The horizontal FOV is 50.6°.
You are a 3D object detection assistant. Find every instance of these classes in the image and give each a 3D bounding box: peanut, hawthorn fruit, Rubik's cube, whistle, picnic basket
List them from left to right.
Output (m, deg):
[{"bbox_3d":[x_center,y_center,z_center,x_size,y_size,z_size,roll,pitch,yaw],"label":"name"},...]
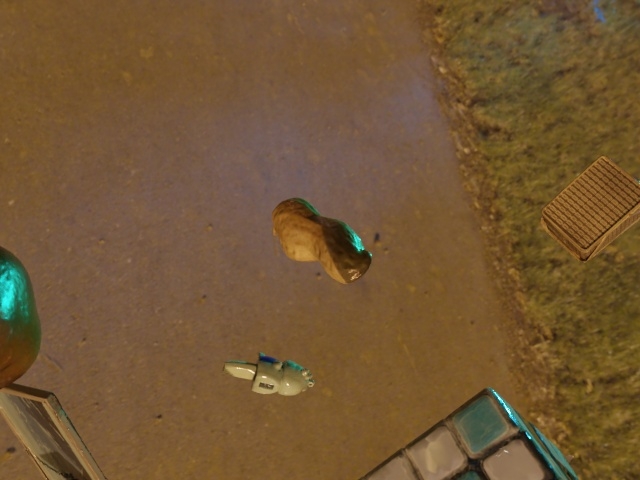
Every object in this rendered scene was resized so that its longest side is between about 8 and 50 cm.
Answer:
[{"bbox_3d":[-0.600,0.111,1.092,0.267,0.268,0.301,13,49,-38],"label":"hawthorn fruit"},{"bbox_3d":[-0.133,0.349,1.768,0.244,0.110,0.092,13,40,-7],"label":"whistle"},{"bbox_3d":[0.000,0.000,1.329,0.263,0.117,0.101,28,12,36],"label":"peanut"},{"bbox_3d":[0.201,0.371,0.774,0.256,0.259,0.253,45,13,-43],"label":"Rubik's cube"},{"bbox_3d":[0.479,-0.053,1.182,0.115,0.164,0.079,50,6,26],"label":"picnic basket"}]

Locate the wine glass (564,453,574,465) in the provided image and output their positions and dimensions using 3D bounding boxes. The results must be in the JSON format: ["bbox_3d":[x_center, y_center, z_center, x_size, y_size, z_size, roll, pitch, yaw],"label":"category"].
[{"bbox_3d":[0.438,0.437,1.065,0.066,0.066,0.198,14,29,-37],"label":"wine glass"}]

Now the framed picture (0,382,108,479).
[{"bbox_3d":[-0.585,0.442,1.470,0.022,0.247,0.335,-49,130,-44],"label":"framed picture"}]
